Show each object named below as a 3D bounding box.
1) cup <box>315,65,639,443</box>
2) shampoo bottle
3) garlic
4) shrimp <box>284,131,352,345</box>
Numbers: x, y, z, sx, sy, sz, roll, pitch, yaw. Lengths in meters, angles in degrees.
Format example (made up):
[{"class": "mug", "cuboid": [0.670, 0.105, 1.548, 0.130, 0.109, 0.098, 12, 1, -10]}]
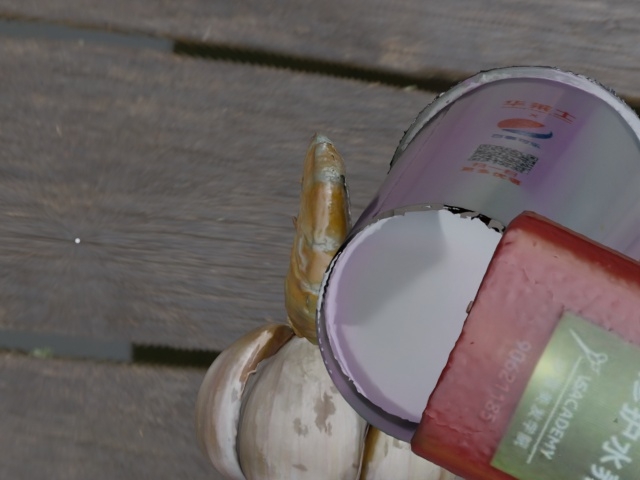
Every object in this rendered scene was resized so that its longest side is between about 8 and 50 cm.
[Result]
[{"class": "cup", "cuboid": [0.098, 0.013, 1.004, 0.203, 0.288, 0.203, 4, 104, 15]}, {"class": "shampoo bottle", "cuboid": [0.195, 0.103, 0.691, 0.314, 0.076, 0.118, 26, 101, 10]}, {"class": "garlic", "cuboid": [-0.002, 0.162, 1.456, 0.160, 0.214, 0.191, -17, 116, -37]}, {"class": "shrimp", "cuboid": [0.004, 0.001, 1.187, 0.051, 0.187, 0.132, 7, 55, -1]}]
